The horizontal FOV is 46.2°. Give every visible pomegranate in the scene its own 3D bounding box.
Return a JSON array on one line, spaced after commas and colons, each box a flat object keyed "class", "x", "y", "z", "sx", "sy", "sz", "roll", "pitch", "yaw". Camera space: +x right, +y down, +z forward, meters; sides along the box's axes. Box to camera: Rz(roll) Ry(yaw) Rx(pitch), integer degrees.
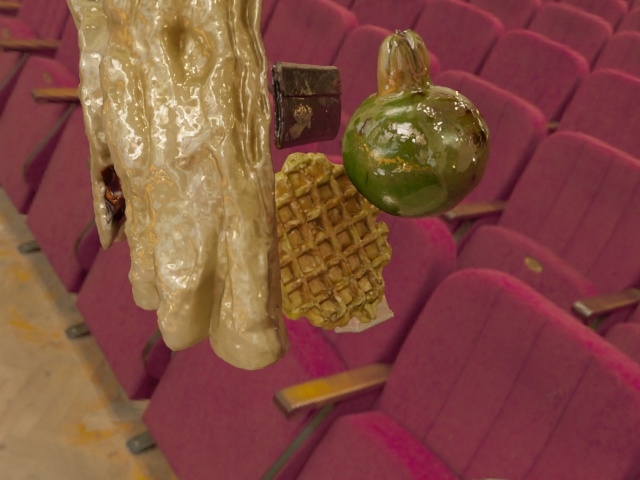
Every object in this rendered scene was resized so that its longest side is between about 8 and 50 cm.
[{"class": "pomegranate", "x": 0.146, "y": -0.145, "z": 0.998, "sx": 0.190, "sy": 0.241, "sz": 0.159, "roll": 12, "pitch": 2, "yaw": -30}]

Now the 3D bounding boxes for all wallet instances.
[{"class": "wallet", "x": -0.022, "y": -0.288, "z": 1.597, "sx": 0.044, "sy": 0.170, "sz": 0.321, "roll": 6, "pitch": 13, "yaw": 20}]

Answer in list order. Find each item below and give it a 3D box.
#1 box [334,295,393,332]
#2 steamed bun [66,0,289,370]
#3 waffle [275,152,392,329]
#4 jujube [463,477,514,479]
[{"class": "box", "x": 0.092, "y": 0.159, "z": 1.666, "sx": 0.122, "sy": 0.062, "sz": 0.089, "roll": -19, "pitch": 5, "yaw": -41}, {"class": "steamed bun", "x": -0.129, "y": -0.121, "z": 0.625, "sx": 0.189, "sy": 0.428, "sz": 0.247, "roll": -4, "pitch": 4, "yaw": 1}, {"class": "waffle", "x": 0.000, "y": 0.000, "z": 1.057, "sx": 0.243, "sy": 0.238, "sz": 0.058, "roll": 25, "pitch": -16, "yaw": -28}, {"class": "jujube", "x": 0.134, "y": 0.381, "z": 0.778, "sx": 0.308, "sy": 0.247, "sz": 0.215, "roll": -17, "pitch": 19, "yaw": 14}]
